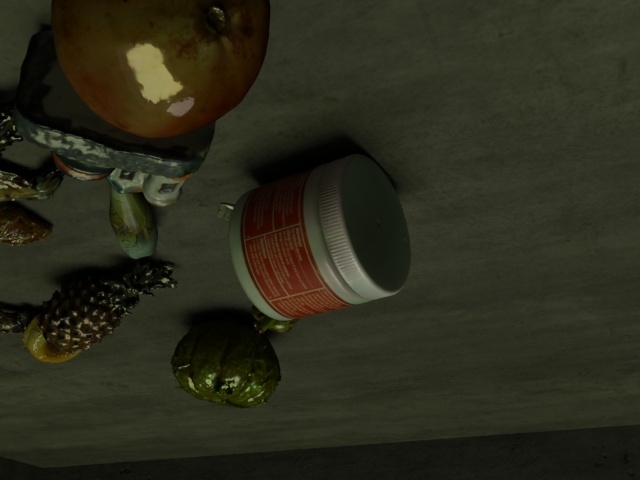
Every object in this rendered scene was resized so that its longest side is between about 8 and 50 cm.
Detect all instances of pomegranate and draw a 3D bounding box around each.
[{"bbox_3d":[-0.197,-0.248,0.847,0.270,0.252,0.229,2,150,47],"label":"pomegranate"}]

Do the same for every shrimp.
[{"bbox_3d":[-0.548,-0.141,1.247,0.233,0.071,0.364,21,149,-39],"label":"shrimp"}]

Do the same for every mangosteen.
[{"bbox_3d":[-0.080,0.126,1.578,0.145,0.181,0.156,-22,122,15],"label":"mangosteen"}]

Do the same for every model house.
[{"bbox_3d":[-0.325,-0.140,1.104,0.271,0.190,0.301,11,151,-20],"label":"model house"}]

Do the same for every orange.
[{"bbox_3d":[-0.239,0.329,1.922,0.300,0.223,0.301,0,155,37],"label":"orange"}]

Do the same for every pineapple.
[{"bbox_3d":[-0.497,0.138,1.681,0.361,0.175,0.175,-27,142,18],"label":"pineapple"}]

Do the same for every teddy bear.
[{"bbox_3d":[-0.818,0.215,1.898,0.160,0.078,0.119,16,145,-21],"label":"teddy bear"}]

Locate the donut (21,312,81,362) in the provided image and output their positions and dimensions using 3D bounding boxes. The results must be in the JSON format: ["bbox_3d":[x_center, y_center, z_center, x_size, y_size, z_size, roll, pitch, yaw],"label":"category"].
[{"bbox_3d":[-0.716,0.269,1.930,0.146,0.078,0.181,-40,148,-5],"label":"donut"}]

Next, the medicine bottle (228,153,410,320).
[{"bbox_3d":[0.000,0.000,1.268,0.240,0.253,0.252,-15,147,30],"label":"medicine bottle"}]

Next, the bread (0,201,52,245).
[{"bbox_3d":[-0.651,-0.038,1.431,0.233,0.076,0.104,24,146,-36],"label":"bread"}]

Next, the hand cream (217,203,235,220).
[{"bbox_3d":[-0.125,-0.040,1.444,0.165,0.037,0.057,16,150,-9],"label":"hand cream"}]

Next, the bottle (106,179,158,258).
[{"bbox_3d":[-0.364,-0.057,1.365,0.083,0.083,0.270,3,150,-2],"label":"bottle"}]
